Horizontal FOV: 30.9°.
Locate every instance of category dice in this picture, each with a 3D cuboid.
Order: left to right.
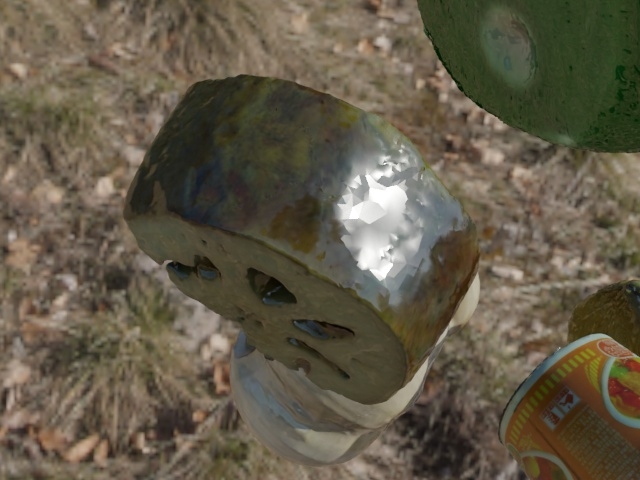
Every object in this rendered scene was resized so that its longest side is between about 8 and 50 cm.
[{"bbox_3d":[0.113,-0.107,0.402,0.128,0.120,0.131,-23,27,-24],"label":"dice"}]

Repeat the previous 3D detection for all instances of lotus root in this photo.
[{"bbox_3d":[0.000,0.000,0.737,0.235,0.138,0.119,39,56,-19],"label":"lotus root"}]

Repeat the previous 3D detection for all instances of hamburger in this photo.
[{"bbox_3d":[0.303,0.106,1.017,0.131,0.159,0.185,8,-13,-15],"label":"hamburger"}]

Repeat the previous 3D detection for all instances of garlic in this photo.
[{"bbox_3d":[0.024,0.070,1.071,0.203,0.281,0.185,38,-8,-5],"label":"garlic"}]

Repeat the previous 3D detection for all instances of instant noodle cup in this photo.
[{"bbox_3d":[0.227,0.164,0.808,0.168,0.168,0.185,-13,44,-37],"label":"instant noodle cup"}]
